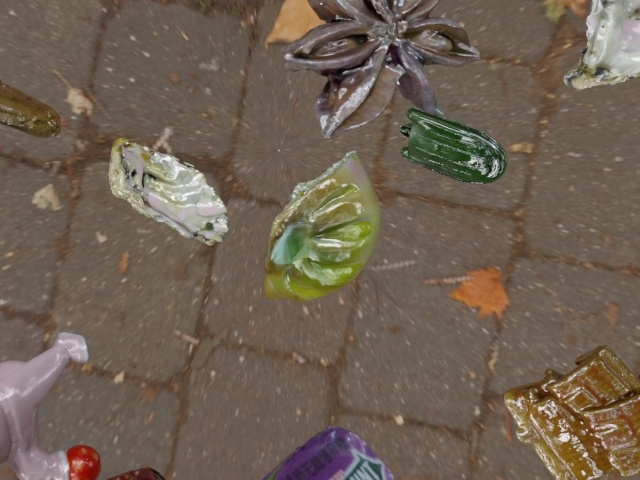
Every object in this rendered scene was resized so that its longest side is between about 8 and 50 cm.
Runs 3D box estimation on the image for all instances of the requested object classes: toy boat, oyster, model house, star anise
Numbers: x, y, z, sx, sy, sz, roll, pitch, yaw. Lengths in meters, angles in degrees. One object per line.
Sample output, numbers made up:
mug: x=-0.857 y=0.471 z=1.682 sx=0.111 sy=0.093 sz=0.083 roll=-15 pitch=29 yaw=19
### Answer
toy boat: x=0.224 y=-0.159 z=1.883 sx=0.210 sy=0.052 sz=0.104 roll=23 pitch=120 yaw=28
oyster: x=-0.224 y=-0.060 z=1.565 sx=0.209 sy=0.133 sz=0.072 roll=31 pitch=130 yaw=-8
model house: x=0.425 y=0.244 z=1.566 sx=0.229 sy=0.219 sz=0.199 roll=-33 pitch=84 yaw=37
oyster: x=0.398 y=-0.276 z=1.452 sx=0.191 sy=0.081 sz=0.163 roll=-34 pitch=127 yaw=15
star anise: x=0.045 y=-0.197 z=0.964 sx=0.212 sy=0.073 sz=0.197 roll=-15 pitch=96 yaw=-33

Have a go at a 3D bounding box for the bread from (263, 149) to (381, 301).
bread: x=0.010 y=-0.008 z=1.698 sx=0.156 sy=0.158 sz=0.261 roll=14 pitch=114 yaw=6

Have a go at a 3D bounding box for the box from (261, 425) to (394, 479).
box: x=-0.083 y=0.298 z=0.916 sx=0.097 sy=0.134 sz=0.345 roll=47 pitch=121 yaw=7

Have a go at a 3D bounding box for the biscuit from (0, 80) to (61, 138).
biscuit: x=-0.420 y=-0.185 z=1.337 sx=0.225 sy=0.226 sz=0.042 roll=26 pitch=94 yaw=-4

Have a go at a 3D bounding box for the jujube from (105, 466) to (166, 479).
jujube: x=-0.209 y=0.297 z=1.069 sx=0.166 sy=0.104 sz=0.104 roll=-41 pitch=95 yaw=-17

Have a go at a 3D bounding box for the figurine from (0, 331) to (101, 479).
figurine: x=-0.357 y=0.196 z=1.065 sx=0.287 sy=0.186 sz=0.176 roll=-7 pitch=139 yaw=-26
